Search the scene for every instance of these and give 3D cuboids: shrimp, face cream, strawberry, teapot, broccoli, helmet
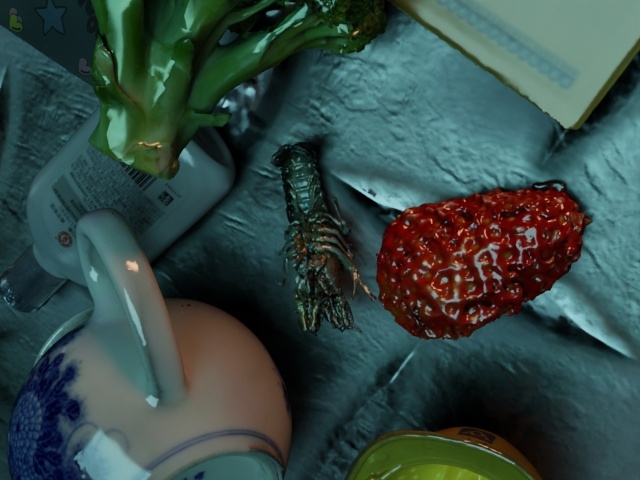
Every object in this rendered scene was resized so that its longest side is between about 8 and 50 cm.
[{"bbox_3d":[0.001,-0.002,0.838,0.082,0.076,0.174,-9,93,12],"label":"shrimp"},{"bbox_3d":[-0.212,-0.026,0.915,0.291,0.071,0.144,-41,90,27],"label":"face cream"},{"bbox_3d":[0.124,0.014,0.782,0.188,0.082,0.121,-29,91,31],"label":"strawberry"},{"bbox_3d":[-0.167,0.155,0.874,0.280,0.252,0.424,46,147,43],"label":"teapot"},{"bbox_3d":[-0.087,-0.175,0.710,0.269,0.254,0.269,0,90,-2],"label":"broccoli"},{"bbox_3d":[0.124,0.238,0.817,0.205,0.140,0.257,10,116,19],"label":"helmet"}]

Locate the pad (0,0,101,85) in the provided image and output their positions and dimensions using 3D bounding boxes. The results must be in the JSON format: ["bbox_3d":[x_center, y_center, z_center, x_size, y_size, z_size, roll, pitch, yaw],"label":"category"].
[{"bbox_3d":[-0.262,-0.267,0.898,0.245,0.006,0.170,34,116,10],"label":"pad"}]

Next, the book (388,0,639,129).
[{"bbox_3d":[0.192,-0.308,0.676,0.269,0.032,0.389,37,116,10],"label":"book"}]
